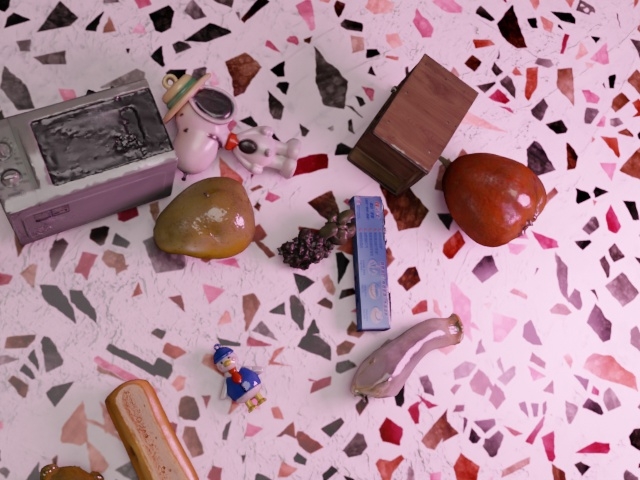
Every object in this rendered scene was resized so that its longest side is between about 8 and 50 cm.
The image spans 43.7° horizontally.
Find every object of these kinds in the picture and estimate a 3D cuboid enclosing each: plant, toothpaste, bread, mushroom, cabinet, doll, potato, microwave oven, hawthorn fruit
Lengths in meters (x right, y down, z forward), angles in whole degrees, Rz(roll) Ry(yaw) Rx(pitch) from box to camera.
[{"bbox_3d":[0.000,0.000,1.573,0.174,0.087,0.085,-31,119,-11],"label":"plant"},{"bbox_3d":[0.100,0.047,1.614,0.066,0.053,0.272,-1,78,-11],"label":"toothpaste"},{"bbox_3d":[-0.298,0.362,1.418,0.092,0.074,0.239,-25,85,-17],"label":"bread"},{"bbox_3d":[0.173,0.226,1.571,0.278,0.099,0.096,-34,94,-23],"label":"mushroom"},{"bbox_3d":[0.182,-0.235,1.635,0.148,0.175,0.215,36,72,-5],"label":"cabinet"},{"bbox_3d":[-0.174,-0.223,1.568,0.271,0.144,0.208,-2,99,-13],"label":"doll"},{"bbox_3d":[-0.447,0.482,1.346,0.137,0.097,0.210,26,76,-48],"label":"doll"},{"bbox_3d":[-0.157,0.253,1.494,0.098,0.058,0.143,-34,83,-5],"label":"doll"},{"bbox_3d":[-0.220,-0.036,1.505,0.193,0.157,0.157,-18,83,-5],"label":"potato"},{"bbox_3d":[-0.427,-0.143,1.412,0.295,0.237,0.181,-21,82,-18],"label":"microwave oven"},{"bbox_3d":[0.335,-0.101,1.653,0.251,0.199,0.199,38,69,21],"label":"hawthorn fruit"}]

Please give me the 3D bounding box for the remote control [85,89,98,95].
[{"bbox_3d":[-0.415,-0.270,1.562,0.091,0.016,0.034,18,78,-10],"label":"remote control"}]
